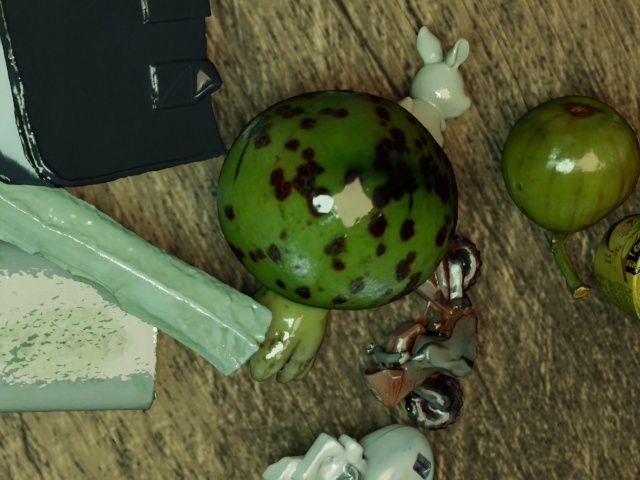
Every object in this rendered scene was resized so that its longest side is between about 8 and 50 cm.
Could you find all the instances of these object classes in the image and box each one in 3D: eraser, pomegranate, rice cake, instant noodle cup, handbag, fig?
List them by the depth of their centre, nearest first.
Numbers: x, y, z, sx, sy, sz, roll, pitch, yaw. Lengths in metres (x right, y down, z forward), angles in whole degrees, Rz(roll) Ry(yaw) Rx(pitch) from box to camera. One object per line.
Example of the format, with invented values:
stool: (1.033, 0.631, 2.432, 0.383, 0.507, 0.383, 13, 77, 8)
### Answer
handbag: (-0.208, -0.221, 1.587, 0.269, 0.118, 0.325, -13, 99, -40)
rice cake: (-0.203, 0.015, 1.615, 0.336, 0.066, 0.063, 32, 47, -6)
eraser: (-0.276, 0.084, 1.665, 0.227, 0.081, 0.174, 1, 93, -22)
pomegranate: (-0.011, -0.009, 1.678, 0.306, 0.242, 0.242, -46, 112, 5)
fig: (0.272, -0.065, 1.834, 0.142, 0.148, 0.186, -40, 150, -25)
instant noodle cup: (0.384, 0.035, 1.891, 0.152, 0.122, 0.151, -3, 99, -18)

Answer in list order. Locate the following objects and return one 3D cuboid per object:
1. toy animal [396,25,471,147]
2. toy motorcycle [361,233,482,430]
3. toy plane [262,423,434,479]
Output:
toy animal: (0.113, -0.149, 1.781, 0.124, 0.071, 0.085, -54, 132, -15)
toy motorcycle: (0.108, 0.095, 1.817, 0.118, 0.084, 0.212, 9, 88, -21)
toy plane: (0.026, 0.295, 1.805, 0.245, 0.117, 0.244, -14, 115, -32)
